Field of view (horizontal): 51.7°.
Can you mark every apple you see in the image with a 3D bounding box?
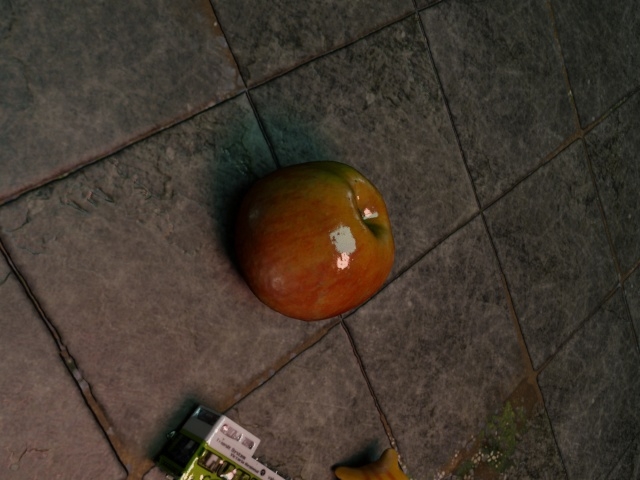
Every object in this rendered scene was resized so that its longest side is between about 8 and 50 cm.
[{"bbox_3d":[0.000,0.000,1.164,0.301,0.301,0.301,-1,92,-37],"label":"apple"}]

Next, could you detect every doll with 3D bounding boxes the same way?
[{"bbox_3d":[0.136,0.586,1.351,0.167,0.162,0.269,-15,102,-29],"label":"doll"}]

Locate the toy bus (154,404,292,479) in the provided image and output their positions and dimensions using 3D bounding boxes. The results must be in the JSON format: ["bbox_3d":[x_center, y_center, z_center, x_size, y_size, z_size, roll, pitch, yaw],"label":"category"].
[{"bbox_3d":[-0.139,0.424,1.173,0.301,0.113,0.139,46,65,-32],"label":"toy bus"}]
